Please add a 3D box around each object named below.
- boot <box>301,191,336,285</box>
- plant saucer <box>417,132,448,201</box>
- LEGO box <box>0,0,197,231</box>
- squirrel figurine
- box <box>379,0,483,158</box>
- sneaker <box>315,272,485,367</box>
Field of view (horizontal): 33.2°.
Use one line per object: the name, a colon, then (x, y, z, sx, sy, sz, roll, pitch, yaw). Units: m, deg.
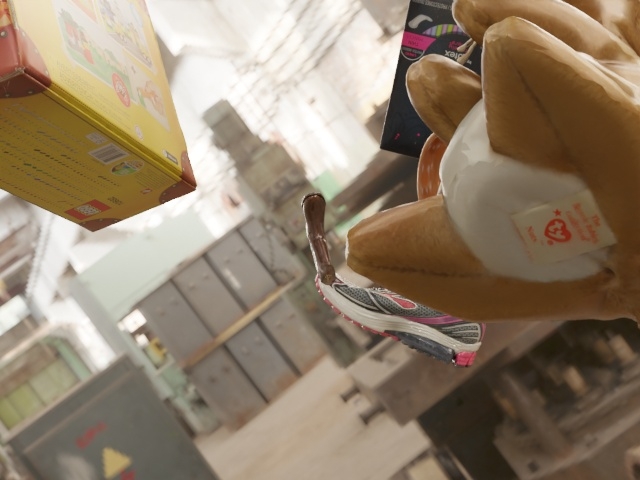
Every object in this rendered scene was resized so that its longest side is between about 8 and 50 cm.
boot: (0.000, 0.000, 1.590, 0.037, 0.114, 0.106, -10, -34, -2)
plant saucer: (0.185, -0.047, 1.356, 0.037, 0.200, 0.200, -13, -8, -22)
LEGO box: (-0.387, -0.263, 1.448, 0.193, 0.373, 0.500, -21, -18, 11)
squirrel figurine: (0.272, -0.099, 0.983, 0.370, 0.397, 0.281, -62, -3, -49)
box: (0.215, -0.273, 1.787, 0.143, 0.165, 0.270, -45, -32, -65)
sneaker: (0.133, 0.110, 1.808, 0.121, 0.299, 0.112, 9, -78, -80)
